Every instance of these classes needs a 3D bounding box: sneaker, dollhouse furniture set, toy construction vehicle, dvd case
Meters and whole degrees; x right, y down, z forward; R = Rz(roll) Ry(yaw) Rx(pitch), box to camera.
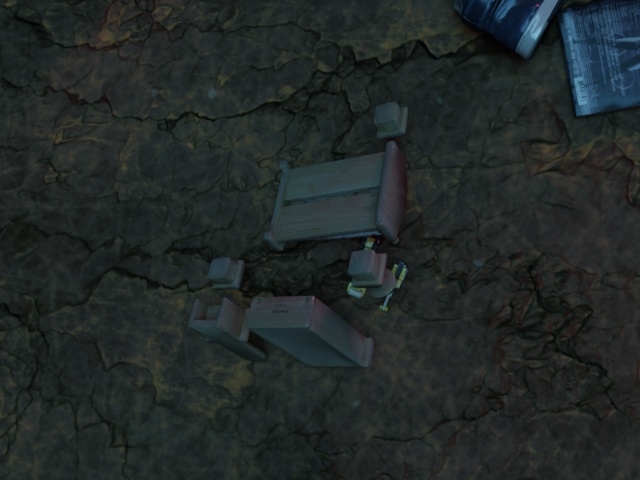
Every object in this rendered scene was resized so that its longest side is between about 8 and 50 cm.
[{"bbox_3d":[0.293,-0.395,1.078,0.163,0.086,0.226,32,82,15],"label":"sneaker"},{"bbox_3d":[0.000,0.000,1.128,0.303,0.174,0.355,-5,60,31],"label":"dollhouse furniture set"},{"bbox_3d":[0.086,0.050,1.124,0.086,0.035,0.098,25,93,7],"label":"toy construction vehicle"},{"bbox_3d":[0.476,-0.282,1.088,0.221,0.018,0.164,-10,87,8],"label":"dvd case"}]
